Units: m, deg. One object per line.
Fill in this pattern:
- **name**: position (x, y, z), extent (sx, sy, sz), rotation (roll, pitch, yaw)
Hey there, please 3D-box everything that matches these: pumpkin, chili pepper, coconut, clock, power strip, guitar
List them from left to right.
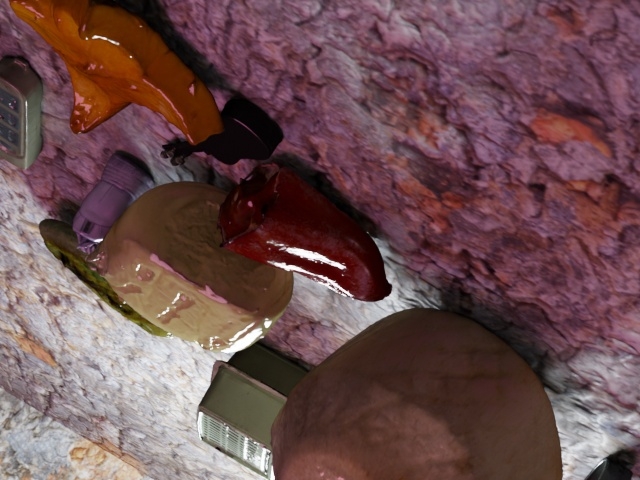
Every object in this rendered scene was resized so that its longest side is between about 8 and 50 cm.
- **power strip**: position (-0.449, -0.187, 2.013), extent (0.080, 0.048, 0.286), rotation (32, 155, -1)
- **pumpkin**: position (-0.268, -0.220, 1.663), extent (0.290, 0.095, 0.258), rotation (13, 153, 46)
- **guitar**: position (-0.144, -0.125, 1.765), extent (0.084, 0.038, 0.271), rotation (43, 154, -21)
- **chili pepper**: position (0.000, 0.000, 1.774), extent (0.252, 0.136, 0.144), rotation (29, 114, -19)
- **coconut**: position (0.136, 0.297, 1.855), extent (0.344, 0.415, 0.415), rotation (-2, 140, 37)
- **clock**: position (0.366, 0.411, 1.956), extent (0.049, 0.226, 0.226), rotation (34, 157, 10)

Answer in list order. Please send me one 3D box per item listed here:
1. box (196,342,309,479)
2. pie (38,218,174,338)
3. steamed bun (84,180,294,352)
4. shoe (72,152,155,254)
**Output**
- **box**: position (-0.069, 0.314, 2.371), extent (0.290, 0.166, 0.220), rotation (29, 157, 8)
- **pie**: position (-0.350, 0.062, 2.309), extent (0.323, 0.070, 0.323), rotation (29, 165, 9)
- **steamed bun**: position (-0.174, 0.029, 1.926), extent (0.273, 0.166, 0.232), rotation (32, 151, -5)
- **shoe**: position (-0.312, -0.021, 2.055), extent (0.095, 0.137, 0.245), rotation (33, 157, 10)
